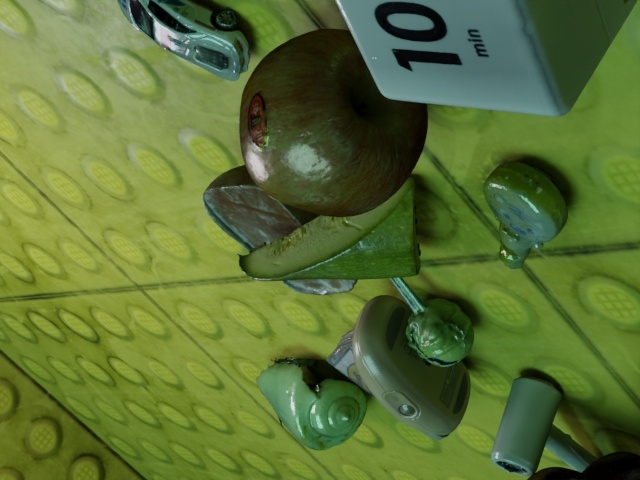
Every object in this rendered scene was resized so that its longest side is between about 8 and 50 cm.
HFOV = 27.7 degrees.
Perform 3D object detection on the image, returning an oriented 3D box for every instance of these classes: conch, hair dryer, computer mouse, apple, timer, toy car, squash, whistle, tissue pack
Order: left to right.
[{"bbox_3d":[-0.175,-0.266,1.606,0.204,0.056,0.095,29,155,10],"label":"toy car"},{"bbox_3d":[-0.029,0.267,2.283,0.143,0.137,0.250,24,-171,-47],"label":"conch"},{"bbox_3d":[0.000,0.000,1.683,0.252,0.093,0.169,-1,139,7],"label":"squash"},{"bbox_3d":[0.012,-0.128,1.445,0.211,0.211,0.188,43,145,-16],"label":"apple"},{"bbox_3d":[0.100,0.204,2.058,0.155,0.065,0.115,39,154,-7],"label":"tissue pack"},{"bbox_3d":[0.128,0.185,1.900,0.082,0.145,0.236,-20,126,39],"label":"computer mouse"},{"bbox_3d":[0.142,-0.241,1.121,0.195,0.194,0.192,10,145,38],"label":"timer"},{"bbox_3d":[0.241,-0.026,1.535,0.104,0.057,0.198,37,163,20],"label":"whistle"},{"bbox_3d":[0.342,0.306,1.907,0.073,0.131,0.236,1,152,44],"label":"hair dryer"}]

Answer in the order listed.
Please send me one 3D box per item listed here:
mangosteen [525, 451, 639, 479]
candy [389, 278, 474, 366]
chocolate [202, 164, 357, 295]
[{"bbox_3d":[0.456,0.443,1.756,0.435,0.382,0.382,52,173,48],"label":"mangosteen"},{"bbox_3d":[0.097,0.040,1.796,0.335,0.092,0.093,52,-173,-16],"label":"candy"},{"bbox_3d":[-0.042,-0.025,1.825,0.156,0.080,0.254,-5,141,43],"label":"chocolate"}]
